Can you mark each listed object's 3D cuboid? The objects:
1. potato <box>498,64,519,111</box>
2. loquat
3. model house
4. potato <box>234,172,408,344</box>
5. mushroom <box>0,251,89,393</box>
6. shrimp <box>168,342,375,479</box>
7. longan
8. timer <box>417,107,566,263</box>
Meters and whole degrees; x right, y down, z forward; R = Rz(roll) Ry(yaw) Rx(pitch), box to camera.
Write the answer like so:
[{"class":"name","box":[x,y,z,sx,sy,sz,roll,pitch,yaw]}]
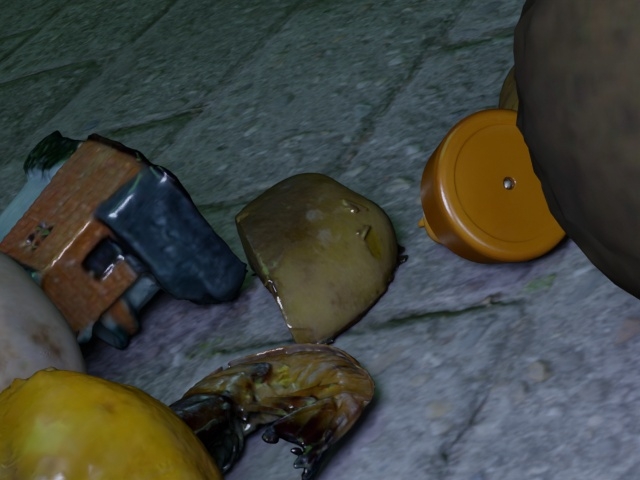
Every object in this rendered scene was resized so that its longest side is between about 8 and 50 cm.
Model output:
[{"class":"potato","box":[0.225,-0.117,1.659,0.137,0.137,0.176,-12,26,28]},{"class":"loquat","box":[-0.145,0.193,1.202,0.176,0.234,0.187,-22,-9,-24]},{"class":"model house","box":[-0.250,0.051,1.744,0.291,0.184,0.253,-45,32,-14]},{"class":"potato","box":[0.000,0.000,1.660,0.138,0.098,0.243,-24,22,-5]},{"class":"mushroom","box":[-0.301,0.151,1.466,0.297,0.297,0.290,-18,-15,15]},{"class":"shrimp","box":[-0.054,0.153,1.404,0.178,0.075,0.289,-9,12,28]},{"class":"longan","box":[0.316,-0.109,1.233,0.391,0.391,0.391,-21,21,9]},{"class":"timer","box":[0.131,-0.032,1.597,0.132,0.132,0.152,-34,1,-24]}]
